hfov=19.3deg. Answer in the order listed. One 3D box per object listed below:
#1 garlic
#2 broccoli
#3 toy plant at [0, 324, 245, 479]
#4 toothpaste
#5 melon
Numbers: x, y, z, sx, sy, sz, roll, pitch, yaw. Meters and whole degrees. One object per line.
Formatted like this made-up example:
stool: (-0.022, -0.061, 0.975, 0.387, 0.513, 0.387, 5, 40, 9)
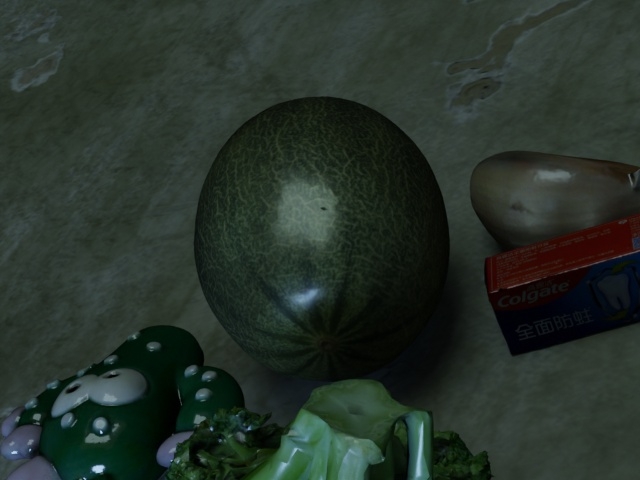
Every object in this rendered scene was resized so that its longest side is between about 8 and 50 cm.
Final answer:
garlic: (0.208, -0.048, 1.822, 0.266, 0.148, 0.128, 25, 92, 47)
broccoli: (0.013, 0.219, 1.375, 0.308, 0.275, 0.308, 8, 30, -5)
toy plant: (-0.184, 0.169, 1.734, 0.233, 0.112, 0.243, -23, 24, -1)
toothpaste: (0.307, 0.016, 1.659, 0.320, 0.076, 0.066, -16, 31, 14)
melon: (0.000, 0.000, 1.741, 0.237, 0.237, 0.301, -19, 33, 9)
